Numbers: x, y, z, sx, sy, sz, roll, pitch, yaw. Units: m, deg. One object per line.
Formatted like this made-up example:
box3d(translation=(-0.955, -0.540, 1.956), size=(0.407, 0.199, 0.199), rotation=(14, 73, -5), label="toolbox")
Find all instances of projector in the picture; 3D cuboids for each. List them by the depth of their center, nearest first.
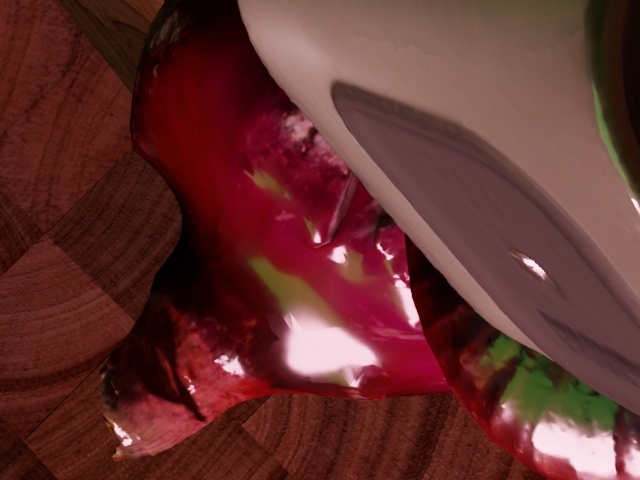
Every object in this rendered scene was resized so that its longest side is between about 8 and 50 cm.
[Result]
box3d(translation=(0.151, -0.075, 0.547), size=(0.248, 0.248, 0.249), rotation=(48, 173, -25), label="projector")

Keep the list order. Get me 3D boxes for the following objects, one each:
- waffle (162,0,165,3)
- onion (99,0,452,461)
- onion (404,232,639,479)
box3d(translation=(-0.186, -0.358, 1.529), size=(0.261, 0.114, 0.376), rotation=(41, 173, 13), label="waffle")
box3d(translation=(0.000, 0.000, 1.260), size=(0.398, 0.420, 0.398), rotation=(34, 177, 2), label="onion")
box3d(translation=(0.184, -0.006, 0.850), size=(0.273, 0.273, 0.285), rotation=(43, -161, 15), label="onion")
